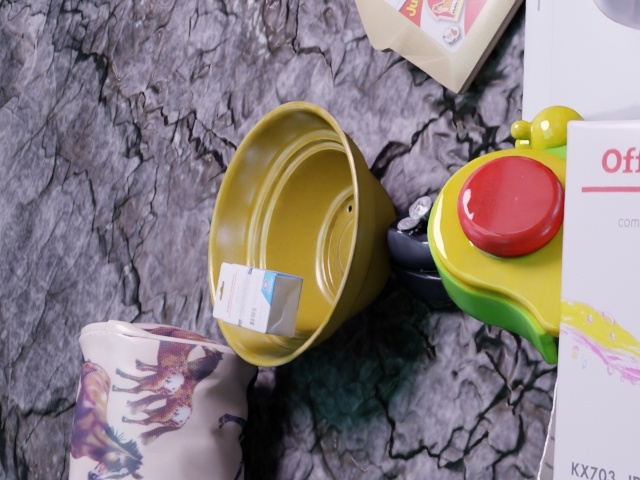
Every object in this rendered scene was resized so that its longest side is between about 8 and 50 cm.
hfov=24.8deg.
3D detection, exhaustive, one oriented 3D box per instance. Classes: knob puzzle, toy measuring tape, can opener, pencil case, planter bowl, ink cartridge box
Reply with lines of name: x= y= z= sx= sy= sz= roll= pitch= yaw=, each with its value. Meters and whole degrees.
knob puzzle: x=0.099 y=-0.236 z=1.176 sx=0.213 sy=0.030 sz=0.213 roll=-5 pitch=82 yaw=39
toy measuring tape: x=0.114 y=0.053 z=0.931 sx=0.121 sy=0.121 sz=0.330 roll=-20 pitch=47 yaw=50
can opener: x=0.116 y=0.008 z=1.085 sx=0.059 sy=0.073 sz=0.186 roll=-46 pitch=30 yaw=-25
pencil case: x=-0.134 y=0.278 z=1.235 sx=0.160 sy=0.183 sz=0.410 roll=-7 pitch=74 yaw=35
planter bowl: x=0.000 y=0.000 z=1.203 sx=0.217 sy=0.090 sz=0.217 roll=-18 pitch=68 yaw=52
ink cartridge box: x=0.238 y=0.037 z=0.795 sx=0.207 sy=0.119 sz=0.353 roll=2 pitch=90 yaw=55
ink cartridge box: x=-0.051 y=0.046 z=1.158 sx=0.083 sy=0.028 sz=0.048 roll=11 pitch=91 yaw=55

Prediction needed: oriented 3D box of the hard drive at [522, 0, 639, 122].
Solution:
hard drive: x=0.255 y=-0.179 z=0.945 sx=0.307 sy=0.040 sz=0.203 roll=-7 pitch=78 yaw=54

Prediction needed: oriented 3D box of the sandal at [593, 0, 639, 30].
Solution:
sandal: x=0.178 y=-0.234 z=0.953 sx=0.076 sy=0.102 sz=0.265 roll=-37 pitch=46 yaw=46
